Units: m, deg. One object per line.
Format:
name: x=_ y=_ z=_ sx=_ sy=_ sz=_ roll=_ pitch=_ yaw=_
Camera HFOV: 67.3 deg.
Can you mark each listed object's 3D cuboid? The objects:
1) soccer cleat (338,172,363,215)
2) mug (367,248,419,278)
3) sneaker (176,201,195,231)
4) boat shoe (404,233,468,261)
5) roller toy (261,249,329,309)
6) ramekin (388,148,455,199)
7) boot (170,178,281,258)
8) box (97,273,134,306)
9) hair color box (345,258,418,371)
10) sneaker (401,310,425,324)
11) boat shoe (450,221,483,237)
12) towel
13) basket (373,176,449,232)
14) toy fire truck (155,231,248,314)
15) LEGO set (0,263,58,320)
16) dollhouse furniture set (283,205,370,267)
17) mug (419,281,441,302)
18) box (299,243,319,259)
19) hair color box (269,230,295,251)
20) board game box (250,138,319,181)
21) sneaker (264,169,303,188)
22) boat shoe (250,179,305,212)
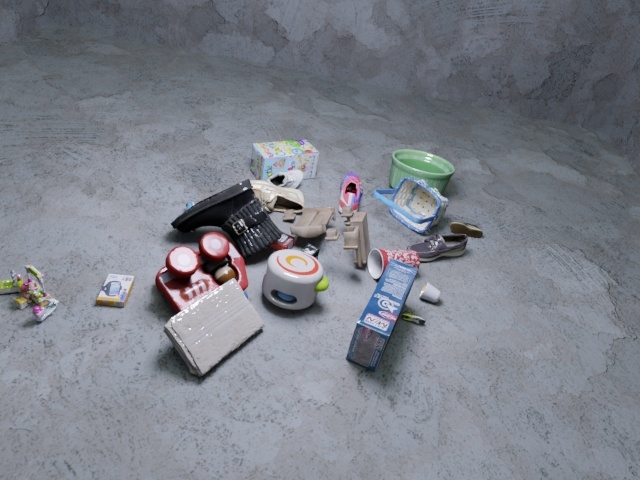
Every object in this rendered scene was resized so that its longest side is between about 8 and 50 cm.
soccer cleat: x=0.143 y=-0.237 z=2.175 sx=0.109 sy=0.116 sz=0.318 roll=13 pitch=38 yaw=0
mug: x=0.278 y=0.102 z=1.814 sx=0.170 sy=0.150 sz=0.113 roll=-2 pitch=3 yaw=-25
sneaker: x=-0.519 y=-0.097 z=1.856 sx=0.073 sy=0.063 sz=0.162 roll=0 pitch=39 yaw=-11
boat shoe: x=0.475 y=0.018 z=1.960 sx=0.286 sy=0.092 sz=0.102 roll=-4 pitch=40 yaw=-20
roller toy: x=-0.097 y=0.132 z=1.611 sx=0.191 sy=0.146 sz=0.209 roll=-4 pitch=33 yaw=-34
ramekin: x=0.476 y=-0.315 z=2.319 sx=0.304 sy=0.148 sz=0.303 roll=9 pitch=30 yaw=-5
boot: x=-0.342 y=-0.040 z=1.745 sx=0.348 sy=0.260 sz=0.131 roll=-24 pitch=12 yaw=10
box: x=-0.646 y=0.152 z=1.530 sx=0.081 sy=0.028 sz=0.136 roll=6 pitch=39 yaw=-8
hair color box: x=0.203 y=0.228 z=1.547 sx=0.105 sy=0.173 sz=0.347 roll=22 pitch=38 yaw=13
sneaker: x=0.322 y=0.261 z=1.655 sx=0.084 sy=0.031 sz=0.035 roll=17 pitch=37 yaw=6
boat shoe: x=0.643 y=-0.052 z=2.135 sx=0.152 sy=0.056 sz=0.049 roll=18 pitch=32 yaw=-8
towel: x=-0.307 y=0.251 z=1.418 sx=0.282 sy=0.049 sz=0.187 roll=-34 pitch=91 yaw=-45
basket: x=0.394 y=-0.157 z=2.072 sx=0.255 sy=0.201 sz=0.289 roll=39 pitch=35 yaw=29
toy fire truck: x=-0.364 y=0.135 z=1.549 sx=0.302 sy=0.169 sz=0.253 roll=-29 pitch=80 yaw=-43
LEGO set: x=-0.908 y=0.130 z=1.419 sx=0.287 sy=0.107 sz=0.132 roll=16 pitch=37 yaw=5
dollhouse furniture set: x=0.000 y=0.000 z=1.853 sx=0.356 sy=0.173 sz=0.303 roll=-2 pitch=22 yaw=16
mug: x=0.405 y=0.189 z=1.751 sx=0.064 sy=0.062 sz=0.078 roll=28 pitch=46 yaw=7
box: x=-0.049 y=0.062 z=1.781 sx=0.052 sy=0.062 sz=0.083 roll=26 pitch=40 yaw=19
hair color box: x=-0.176 y=-0.006 z=1.850 sx=0.141 sy=0.043 sz=0.072 roll=24 pitch=39 yaw=16
board game box: x=-0.168 y=-0.369 z=2.235 sx=0.276 sy=0.144 sz=0.142 roll=-11 pitch=43 yaw=-28
sneaker: x=-0.155 y=-0.262 z=2.113 sx=0.232 sy=0.115 sz=0.090 roll=-30 pitch=85 yaw=-35
boat shoe: x=-0.212 y=-0.174 z=2.008 sx=0.303 sy=0.109 sz=0.098 roll=9 pitch=36 yaw=-14
